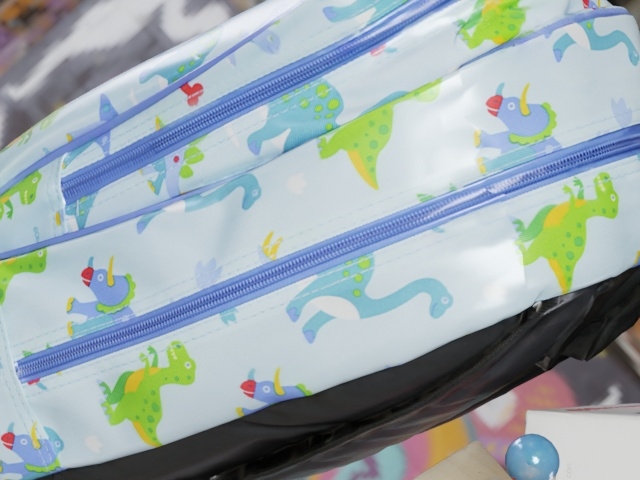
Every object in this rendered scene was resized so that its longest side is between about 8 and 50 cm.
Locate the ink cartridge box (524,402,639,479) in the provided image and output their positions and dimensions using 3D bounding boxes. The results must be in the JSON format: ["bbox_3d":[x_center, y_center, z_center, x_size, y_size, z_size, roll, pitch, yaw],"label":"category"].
[{"bbox_3d":[0.226,0.133,0.917,0.212,0.093,0.154,-1,-4,33],"label":"ink cartridge box"}]

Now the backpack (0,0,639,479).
[{"bbox_3d":[0.000,0.000,0.866,0.290,0.356,0.273,-6,89,-54],"label":"backpack"}]

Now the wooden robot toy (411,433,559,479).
[{"bbox_3d":[0.076,0.115,0.395,0.079,0.076,0.173,4,-50,36],"label":"wooden robot toy"}]
